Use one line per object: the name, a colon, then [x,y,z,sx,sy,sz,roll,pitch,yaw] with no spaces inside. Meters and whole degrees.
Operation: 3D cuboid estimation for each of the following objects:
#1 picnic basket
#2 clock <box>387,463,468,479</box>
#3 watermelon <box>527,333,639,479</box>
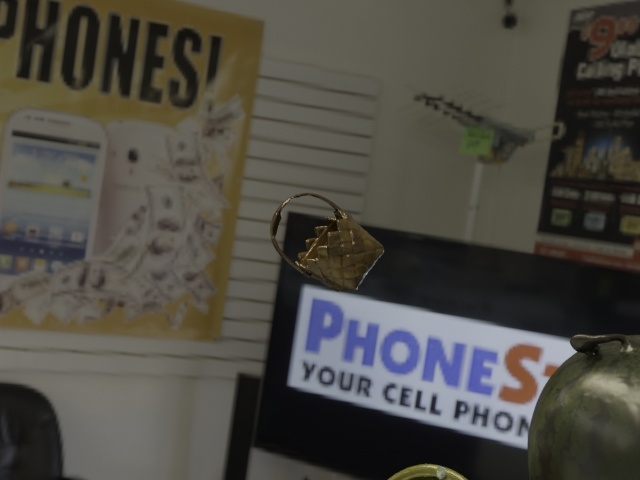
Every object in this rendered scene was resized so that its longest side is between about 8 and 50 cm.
picnic basket: [0.000,0.000,1.649,0.178,0.128,0.138,33,-13,-12]
clock: [0.158,0.445,1.453,0.237,0.237,0.057,11,-13,42]
watermelon: [0.385,0.265,1.188,0.279,0.359,0.279,-14,15,4]
